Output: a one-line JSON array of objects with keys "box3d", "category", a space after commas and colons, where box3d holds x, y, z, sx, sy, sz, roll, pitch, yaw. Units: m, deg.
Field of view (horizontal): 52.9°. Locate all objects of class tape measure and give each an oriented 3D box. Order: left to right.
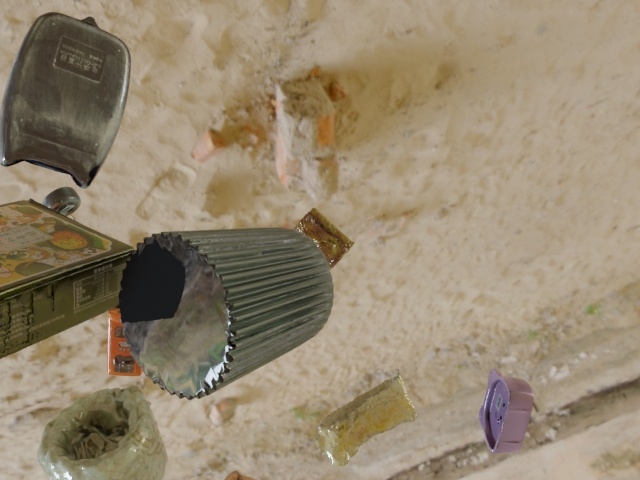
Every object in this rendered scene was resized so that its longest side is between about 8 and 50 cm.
[{"box3d": [-0.691, -0.056, 1.755, 0.104, 0.180, 0.107, 7, 138, -49], "category": "tape measure"}]

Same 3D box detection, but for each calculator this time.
[{"box3d": [-0.397, -0.227, 1.015, 0.177, 0.268, 0.040, 15, 173, -31], "category": "calculator"}]

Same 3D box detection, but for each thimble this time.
[{"box3d": [-0.512, 0.508, 1.552, 0.291, 0.291, 0.195, -15, 118, -9], "category": "thimble"}]

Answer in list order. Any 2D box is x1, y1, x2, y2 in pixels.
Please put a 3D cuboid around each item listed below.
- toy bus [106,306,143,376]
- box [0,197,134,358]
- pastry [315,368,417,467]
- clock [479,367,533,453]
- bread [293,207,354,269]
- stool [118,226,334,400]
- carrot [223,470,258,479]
[{"box3d": [-0.628, 0.276, 2.100, 0.142, 0.153, 0.330, 6, 114, -9], "category": "toy bus"}, {"box3d": [-0.649, 0.065, 1.297, 0.420, 0.372, 0.138, -24, 130, -55], "category": "box"}, {"box3d": [0.106, 0.420, 1.500, 0.258, 0.122, 0.089, -31, 172, -11], "category": "pastry"}, {"box3d": [0.354, 0.325, 1.234, 0.050, 0.110, 0.153, 5, 111, -7], "category": "clock"}, {"box3d": [0.000, 0.000, 1.943, 0.103, 0.172, 0.132, -47, 179, -34], "category": "bread"}, {"box3d": [-0.164, 0.111, 1.239, 0.297, 0.297, 0.330, -46, 161, 31], "category": "stool"}, {"box3d": [-0.128, 0.643, 1.517, 0.254, 0.196, 0.196, 31, 124, -19], "category": "carrot"}]
